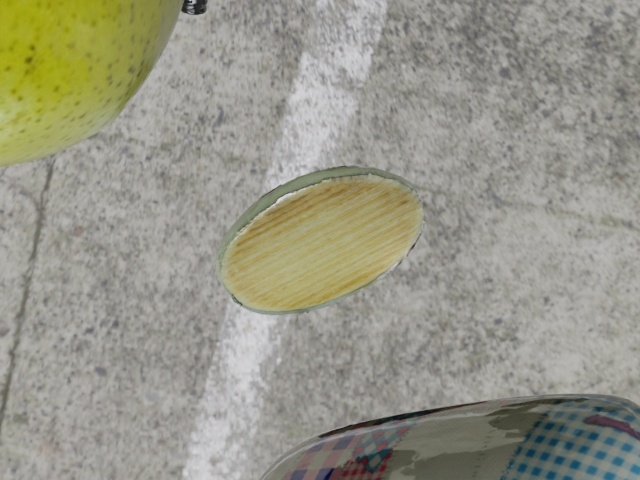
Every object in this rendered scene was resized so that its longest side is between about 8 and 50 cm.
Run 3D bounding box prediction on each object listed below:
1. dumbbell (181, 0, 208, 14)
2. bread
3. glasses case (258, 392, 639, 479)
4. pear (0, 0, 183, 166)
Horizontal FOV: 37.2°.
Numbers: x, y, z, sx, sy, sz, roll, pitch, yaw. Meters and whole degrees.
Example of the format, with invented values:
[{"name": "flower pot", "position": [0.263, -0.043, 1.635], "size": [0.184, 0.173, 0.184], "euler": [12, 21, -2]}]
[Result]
[{"name": "dumbbell", "position": [-0.092, -0.310, 0.634], "size": [0.143, 0.143, 0.325], "euler": [-1, 123, -4]}, {"name": "bread", "position": [0.000, 0.000, 1.116], "size": [0.267, 0.040, 0.267], "euler": [-16, 147, -11]}, {"name": "glasses case", "position": [0.051, 0.157, 0.529], "size": [0.076, 0.125, 0.327], "euler": [41, 144, -21]}, {"name": "pear", "position": [-0.196, -0.167, 0.469], "size": [0.294, 0.294, 0.294], "euler": [-2, 119, -4]}]
